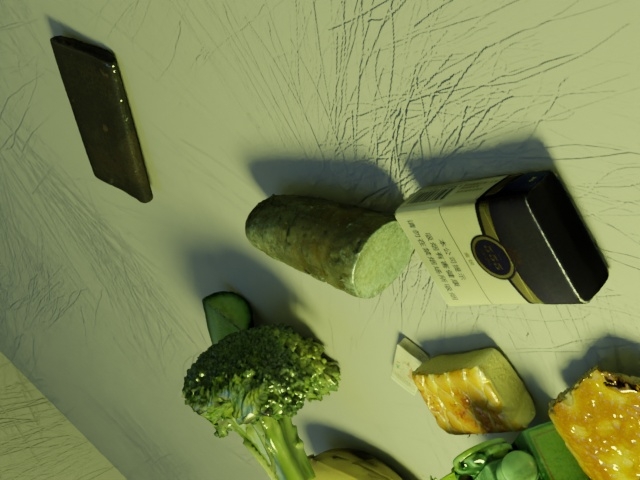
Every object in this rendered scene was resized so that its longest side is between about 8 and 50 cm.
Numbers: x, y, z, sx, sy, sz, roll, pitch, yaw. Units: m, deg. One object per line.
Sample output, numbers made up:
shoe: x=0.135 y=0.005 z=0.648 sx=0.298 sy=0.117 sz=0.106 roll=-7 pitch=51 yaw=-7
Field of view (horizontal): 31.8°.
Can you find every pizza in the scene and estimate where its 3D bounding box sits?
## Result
pizza: x=0.416 y=0.234 z=1.456 sx=0.189 sy=0.071 sz=0.297 roll=49 pitch=150 yaw=5

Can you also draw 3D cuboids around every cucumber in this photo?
cucumber: x=-0.164 y=0.200 z=2.229 sx=0.115 sy=0.063 sz=0.244 roll=33 pitch=148 yaw=24

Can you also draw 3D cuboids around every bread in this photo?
bread: x=0.230 y=0.233 z=1.714 sx=0.125 sy=0.068 sz=0.188 roll=55 pitch=151 yaw=-10

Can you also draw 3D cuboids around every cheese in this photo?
cheese: x=0.084 y=0.512 z=2.196 sx=0.315 sy=0.128 sz=0.260 roll=29 pitch=148 yaw=35

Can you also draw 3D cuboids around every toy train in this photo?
toy train: x=0.289 y=0.374 z=1.663 sx=0.272 sy=0.188 sz=0.159 roll=104 pitch=147 yaw=-59

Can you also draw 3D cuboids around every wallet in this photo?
wallet: x=-0.394 y=-0.223 z=2.063 sx=0.170 sy=0.044 sz=0.321 roll=27 pitch=141 yaw=34

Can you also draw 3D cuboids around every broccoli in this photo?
broccoli: x=-0.081 y=0.276 z=2.012 sx=0.302 sy=0.249 sz=0.375 roll=40 pitch=161 yaw=0

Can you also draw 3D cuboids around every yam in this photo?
yam: x=0.000 y=0.000 z=1.689 sx=0.330 sy=0.133 sz=0.133 roll=16 pitch=137 yaw=49

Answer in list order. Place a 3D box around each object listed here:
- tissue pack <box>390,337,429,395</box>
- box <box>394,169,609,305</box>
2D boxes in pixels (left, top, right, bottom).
tissue pack: x=0.146 y=0.208 z=1.848 sx=0.056 sy=0.023 sz=0.108 roll=38 pitch=150 yaw=20
box: x=0.227 y=0.003 z=1.438 sx=0.259 sy=0.071 sz=0.168 roll=-6 pitch=120 yaw=58
